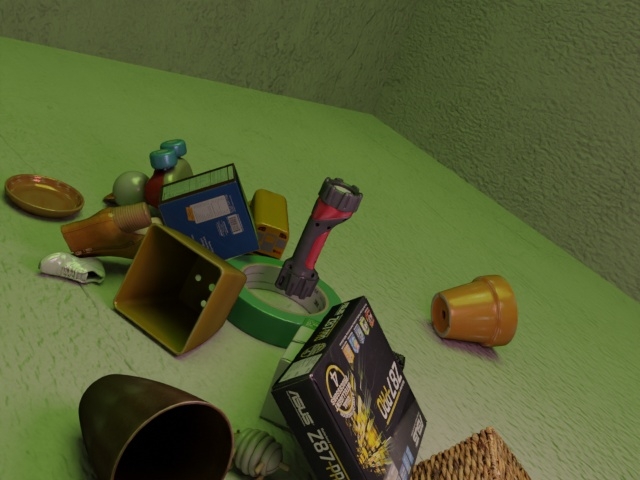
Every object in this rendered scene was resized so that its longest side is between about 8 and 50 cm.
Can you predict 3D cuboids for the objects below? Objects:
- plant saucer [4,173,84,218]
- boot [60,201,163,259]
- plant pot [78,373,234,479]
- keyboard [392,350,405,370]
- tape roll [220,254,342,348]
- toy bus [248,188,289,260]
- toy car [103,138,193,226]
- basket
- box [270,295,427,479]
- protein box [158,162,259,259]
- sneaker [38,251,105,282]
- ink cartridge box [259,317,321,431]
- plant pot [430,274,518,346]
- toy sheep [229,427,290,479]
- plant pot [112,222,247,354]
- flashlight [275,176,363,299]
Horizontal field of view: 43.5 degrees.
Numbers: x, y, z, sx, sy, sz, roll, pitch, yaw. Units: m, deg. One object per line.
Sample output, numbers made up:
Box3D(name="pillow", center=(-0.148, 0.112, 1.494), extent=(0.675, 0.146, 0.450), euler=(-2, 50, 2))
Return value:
Box3D(name="plant saucer", center=(-0.712, -0.110, 2.067), extent=(0.200, 0.037, 0.200), euler=(20, 22, -9))
Box3D(name="boot", center=(-0.481, 0.007, 1.910), extent=(0.211, 0.295, 0.104), euler=(-16, 63, -1))
Box3D(name="plant pot", center=(-0.293, 0.313, 1.302), extent=(0.215, 0.215, 0.230), euler=(2, 15, -42))
Box3D(name="keyboard", center=(0.127, 0.277, 2.007), extent=(0.180, 0.023, 0.108), euler=(23, 22, 2))
Box3D(name="tape roll", center=(-0.103, 0.150, 2.006), extent=(0.321, 0.077, 0.321), euler=(20, 22, -8))
Box3D(name="toy bus", center=(-0.161, -0.051, 2.344), extent=(0.108, 0.130, 0.332), euler=(18, 22, -12))
Box3D(name="toy car", center=(-0.486, -0.148, 2.236), extent=(0.238, 0.219, 0.210), euler=(-5, 20, 7))
Box3D(name="basket", center=(0.281, 0.531, 1.464), extent=(0.213, 0.223, 0.299), euler=(54, 17, -13))
Box3D(name="box", center=(0.071, 0.319, 1.525), extent=(0.318, 0.097, 0.395), euler=(65, 21, -8))
Box3D(name="protein box", center=(-0.283, -0.059, 2.044), extent=(0.201, 0.200, 0.136), euler=(-17, 27, 0))
Box3D(name="sneaker", center=(-0.552, 0.063, 1.795), extent=(0.152, 0.053, 0.061), euler=(6, 30, -37))
Box3D(name="ink cartridge box", center=(-0.040, 0.275, 1.667), extent=(0.087, 0.153, 0.208), euler=(22, 20, 6))
Box3D(name="plant pot", center=(0.422, 0.204, 2.267), extent=(0.188, 0.205, 0.205), euler=(-3, 30, -18))
Box3D(name="toy sheep", center=(-0.113, 0.383, 1.435), extent=(0.132, 0.091, 0.091), euler=(24, 21, 19))
Box3D(name="plant pot", center=(-0.289, 0.106, 1.778), extent=(0.212, 0.212, 0.187), euler=(32, 10, 22))
Box3D(name="flashlight", center=(0.000, 0.000, 1.937), extent=(0.103, 0.304, 0.103), euler=(36, 25, 30))
